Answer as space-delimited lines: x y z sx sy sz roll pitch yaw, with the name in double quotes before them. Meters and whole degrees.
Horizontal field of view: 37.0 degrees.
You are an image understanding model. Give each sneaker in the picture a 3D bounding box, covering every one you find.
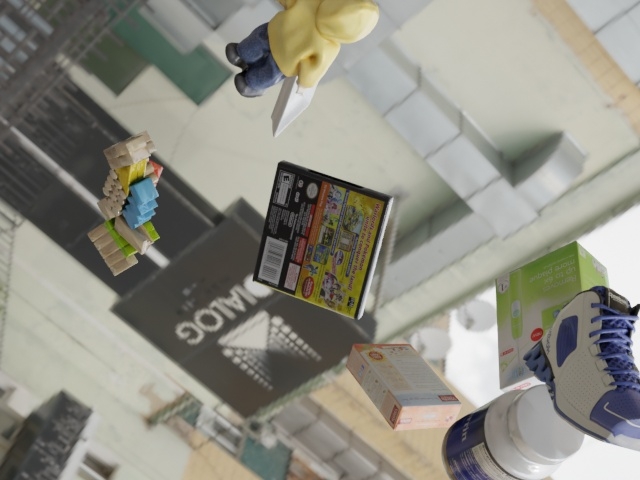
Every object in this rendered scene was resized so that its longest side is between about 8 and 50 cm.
"sneaker" 0.421 0.171 1.439 0.315 0.127 0.182 -120 -131 -67

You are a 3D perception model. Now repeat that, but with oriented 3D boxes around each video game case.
"video game case" 0.000 0.000 1.976 0.035 0.248 0.275 -36 142 -64

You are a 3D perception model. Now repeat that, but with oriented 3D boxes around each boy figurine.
"boy figurine" -0.031 -0.337 1.555 0.285 0.177 0.092 -22 174 37

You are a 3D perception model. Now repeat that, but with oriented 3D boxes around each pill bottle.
"pill bottle" 0.325 0.341 1.620 0.153 0.153 0.264 -59 -176 -32

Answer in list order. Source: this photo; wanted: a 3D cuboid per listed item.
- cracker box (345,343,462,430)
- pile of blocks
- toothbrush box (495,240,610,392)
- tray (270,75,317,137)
"cracker box" 0.177 0.313 2.066 0.232 0.156 0.067 49 -52 52
"pile of blocks" -0.353 -0.074 1.881 0.112 0.149 0.362 -35 161 -38
"toothbrush box" 0.470 0.173 1.917 0.206 0.122 0.283 -30 -142 35
"tray" -0.045 -0.316 1.980 0.270 0.030 0.145 -57 170 -63
